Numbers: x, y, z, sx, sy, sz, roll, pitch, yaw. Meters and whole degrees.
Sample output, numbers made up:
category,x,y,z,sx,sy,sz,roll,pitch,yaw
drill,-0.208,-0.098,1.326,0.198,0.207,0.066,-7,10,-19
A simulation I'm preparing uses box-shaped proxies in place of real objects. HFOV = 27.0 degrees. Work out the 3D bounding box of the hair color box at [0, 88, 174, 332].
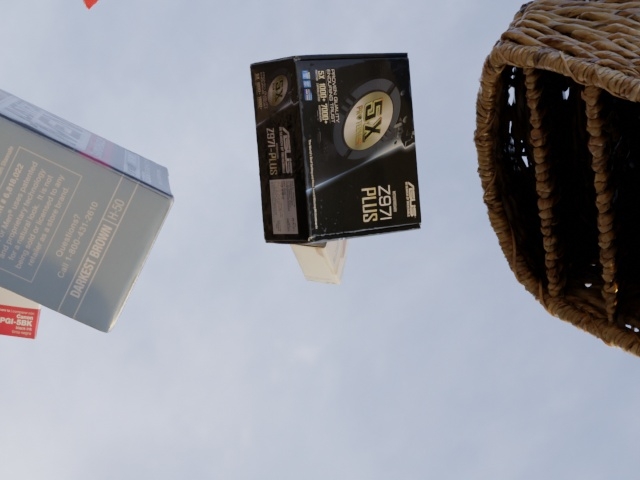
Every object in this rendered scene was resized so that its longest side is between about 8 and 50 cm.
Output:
category,x,y,z,sx,sy,sz,roll,pitch,yaw
hair color box,-0.299,-0.075,0.968,0.114,0.374,0.185,-64,-169,5

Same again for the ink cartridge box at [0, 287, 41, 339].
category,x,y,z,sx,sy,sz,roll,pitch,yaw
ink cartridge box,-0.292,0.016,1.298,0.099,0.056,0.135,-129,-131,-73

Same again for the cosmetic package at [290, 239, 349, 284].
category,x,y,z,sx,sy,sz,roll,pitch,yaw
cosmetic package,0.000,0.000,1.423,0.041,0.060,0.115,7,-19,12

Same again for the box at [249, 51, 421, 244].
category,x,y,z,sx,sy,sz,roll,pitch,yaw
box,0.016,-0.092,1.320,0.077,0.147,0.180,0,-85,51

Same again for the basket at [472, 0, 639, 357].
category,x,y,z,sx,sy,sz,roll,pitch,yaw
basket,0.245,-0.061,1.268,0.213,0.223,0.299,3,-55,22

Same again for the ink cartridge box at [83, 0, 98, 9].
category,x,y,z,sx,sy,sz,roll,pitch,yaw
ink cartridge box,-0.195,-0.322,1.205,0.045,0.145,0.179,1,-51,32
